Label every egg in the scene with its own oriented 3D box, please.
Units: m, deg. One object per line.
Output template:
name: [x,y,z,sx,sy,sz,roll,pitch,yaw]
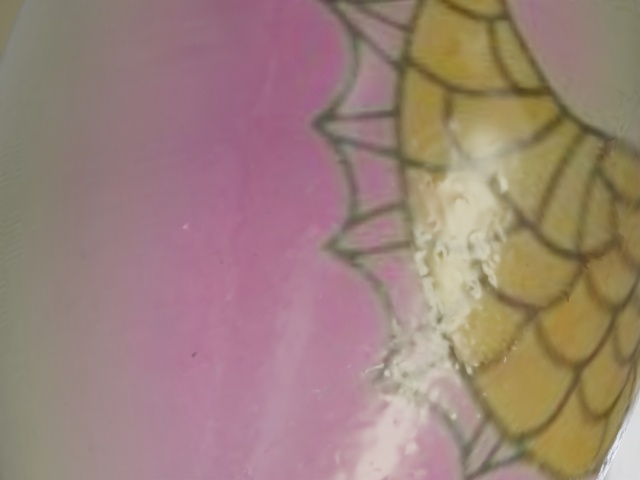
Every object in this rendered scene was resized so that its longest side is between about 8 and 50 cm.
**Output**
egg: [0.000,0.000,0.477,0.196,0.196,0.271,42,57,-70]
